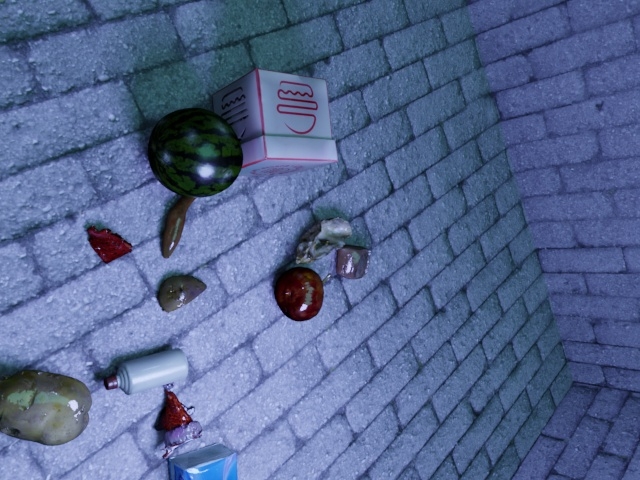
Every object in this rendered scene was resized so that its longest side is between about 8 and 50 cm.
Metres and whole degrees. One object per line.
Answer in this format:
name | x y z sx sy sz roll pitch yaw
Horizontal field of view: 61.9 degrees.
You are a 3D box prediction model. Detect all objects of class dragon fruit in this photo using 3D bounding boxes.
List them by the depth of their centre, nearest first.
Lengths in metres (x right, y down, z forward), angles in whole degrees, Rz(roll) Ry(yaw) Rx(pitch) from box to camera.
dragon fruit | -0.631 0.000 1.606 0.097 0.063 0.131 -46 116 -32

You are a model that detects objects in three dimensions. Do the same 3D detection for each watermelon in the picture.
watermelon | -0.395 -0.271 1.679 0.285 0.285 0.285 2 87 -40

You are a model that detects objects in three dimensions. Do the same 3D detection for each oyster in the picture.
oyster | -0.002 0.002 2.110 0.341 0.110 0.166 -46 126 -34

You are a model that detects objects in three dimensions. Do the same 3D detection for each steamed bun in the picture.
steamed bun | 0.141 0.091 2.218 0.175 0.106 0.144 -1 97 -52

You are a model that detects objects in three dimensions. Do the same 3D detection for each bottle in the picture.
bottle | -0.538 0.408 1.644 0.245 0.104 0.104 -8 94 -40

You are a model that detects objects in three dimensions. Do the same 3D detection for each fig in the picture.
fig | -0.064 0.204 2.027 0.249 0.187 0.203 22 56 -71

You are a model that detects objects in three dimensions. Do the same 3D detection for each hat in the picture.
hat | -0.471 0.557 1.713 0.140 0.129 0.227 -19 82 -17

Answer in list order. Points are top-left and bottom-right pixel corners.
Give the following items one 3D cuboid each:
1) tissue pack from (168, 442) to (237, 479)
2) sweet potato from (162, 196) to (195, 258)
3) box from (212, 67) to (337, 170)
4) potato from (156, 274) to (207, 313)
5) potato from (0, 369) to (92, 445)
tissue pack | -0.373 0.830 1.740 0.198 0.146 0.263 -3 90 -39
sweet potato | -0.469 -0.065 1.753 0.078 0.058 0.255 43 59 -49
box | -0.166 -0.391 1.853 0.312 0.314 0.299 -6 90 -40
potato | -0.444 0.156 1.742 0.172 0.089 0.100 -33 107 -34
potato | -0.762 0.442 1.433 0.296 0.141 0.191 27 88 -37
